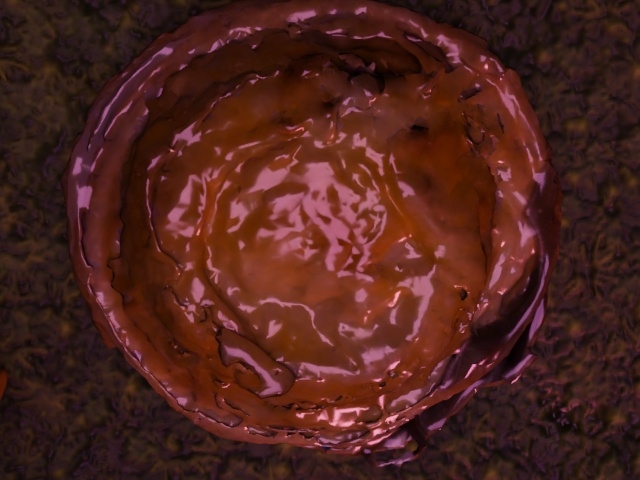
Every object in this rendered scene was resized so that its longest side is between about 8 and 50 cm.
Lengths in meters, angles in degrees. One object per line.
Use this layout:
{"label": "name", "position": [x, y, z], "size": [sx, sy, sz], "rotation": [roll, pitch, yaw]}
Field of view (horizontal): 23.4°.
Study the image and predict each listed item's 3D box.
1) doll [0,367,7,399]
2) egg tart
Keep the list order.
{"label": "doll", "position": [-0.314, 0.113, 0.823], "size": [0.270, 0.166, 0.162], "rotation": [7, 98, -6]}
{"label": "egg tart", "position": [0.000, 0.000, 0.846], "size": [0.291, 0.107, 0.290], "rotation": [0, 96, -1]}
